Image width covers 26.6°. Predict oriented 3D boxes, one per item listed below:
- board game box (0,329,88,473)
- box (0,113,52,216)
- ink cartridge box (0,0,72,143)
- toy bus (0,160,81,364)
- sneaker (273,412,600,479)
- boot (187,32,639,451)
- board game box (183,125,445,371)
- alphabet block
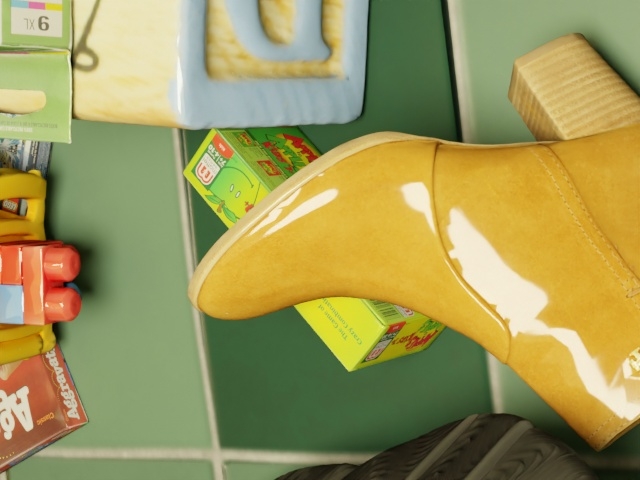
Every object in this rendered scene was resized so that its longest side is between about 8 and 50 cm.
[{"bbox_3d":[-0.323,0.146,1.192,0.281,0.027,0.145,-32,78,34],"label":"board game box"},{"bbox_3d":[-0.283,-0.078,1.135,0.137,0.027,0.094,22,108,32],"label":"box"},{"bbox_3d":[-0.207,-0.164,0.810,0.109,0.062,0.209,6,99,35],"label":"ink cartridge box"},{"bbox_3d":[-0.275,0.000,1.045,0.211,0.149,0.220,-3,93,23],"label":"toy bus"},{"bbox_3d":[0.084,0.253,0.769,0.257,0.169,0.447,53,156,-4],"label":"sneaker"},{"bbox_3d":[0.092,0.031,0.763,0.295,0.104,0.211,-30,72,0],"label":"boot"},{"bbox_3d":[0.000,0.000,0.897,0.181,0.092,0.043,49,120,22],"label":"board game box"},{"bbox_3d":[-0.099,-0.173,0.889,0.197,0.193,0.192,7,98,36],"label":"alphabet block"}]
